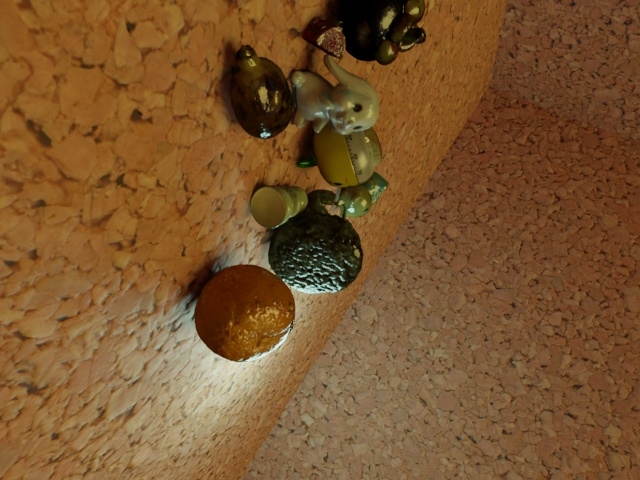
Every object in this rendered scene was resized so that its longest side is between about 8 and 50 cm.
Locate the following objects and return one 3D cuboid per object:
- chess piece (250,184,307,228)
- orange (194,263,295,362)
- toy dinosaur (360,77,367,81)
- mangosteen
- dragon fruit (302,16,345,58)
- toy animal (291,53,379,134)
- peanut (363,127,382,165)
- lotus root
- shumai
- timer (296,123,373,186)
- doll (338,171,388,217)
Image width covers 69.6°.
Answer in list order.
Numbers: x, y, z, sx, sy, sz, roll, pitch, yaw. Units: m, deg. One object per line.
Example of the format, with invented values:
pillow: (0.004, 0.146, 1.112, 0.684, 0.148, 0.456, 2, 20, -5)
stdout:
chess piece: (-0.127, -0.137, 1.648, 0.251, 0.144, 0.144, -28, 143, -64)
orange: (-0.261, 0.239, 1.573, 0.341, 0.293, 0.340, -21, 136, -21)
toy dinosaur: (0.157, -0.611, 1.824, 0.062, 0.021, 0.083, -27, 157, -47)
mangosteen: (0.190, -0.687, 1.424, 0.287, 0.288, 0.233, -56, 138, -12)
dragon fruit: (0.020, -0.620, 1.388, 0.147, 0.102, 0.096, -3, 119, -61)
toy animal: (0.045, -0.439, 1.476, 0.174, 0.289, 0.249, -51, 178, -28)
peanut: (0.178, -0.414, 1.979, 0.153, 0.140, 0.325, -21, 159, 18)
lotus root: (-0.156, -0.378, 1.225, 0.169, 0.141, 0.314, -58, 159, -18)
shumai: (0.000, 0.000, 1.872, 0.348, 0.395, 0.395, -68, 174, -56)
timer: (0.042, -0.314, 1.703, 0.285, 0.285, 0.285, -48, 157, -29)
doll: (0.196, -0.219, 2.239, 0.260, 0.161, 0.177, -47, 178, -35)
